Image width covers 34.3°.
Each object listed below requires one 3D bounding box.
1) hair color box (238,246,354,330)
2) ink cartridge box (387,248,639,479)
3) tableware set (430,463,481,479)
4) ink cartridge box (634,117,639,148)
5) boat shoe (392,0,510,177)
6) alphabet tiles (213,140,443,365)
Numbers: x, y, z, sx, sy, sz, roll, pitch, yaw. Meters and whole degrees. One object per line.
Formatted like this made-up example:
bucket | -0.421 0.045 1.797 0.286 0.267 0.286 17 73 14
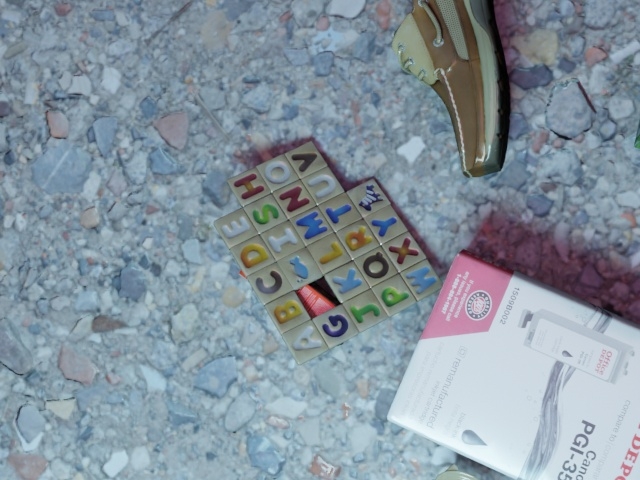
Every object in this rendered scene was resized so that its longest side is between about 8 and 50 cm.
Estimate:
hair color box | -0.023 0.066 1.220 0.141 0.072 0.043 38 94 9
ink cartridge box | 0.245 0.158 1.144 0.283 0.117 0.207 23 91 11
tableware set | 0.192 0.314 1.156 0.168 0.020 0.141 22 133 9
ink cartridge box | 0.465 -0.138 1.148 0.209 0.062 0.109 12 89 10
boat shoe | 0.146 -0.229 1.190 0.120 0.122 0.324 -9 78 15
alphabet tiles | 0.000 0.000 1.203 0.198 0.009 0.237 -27 72 -18
